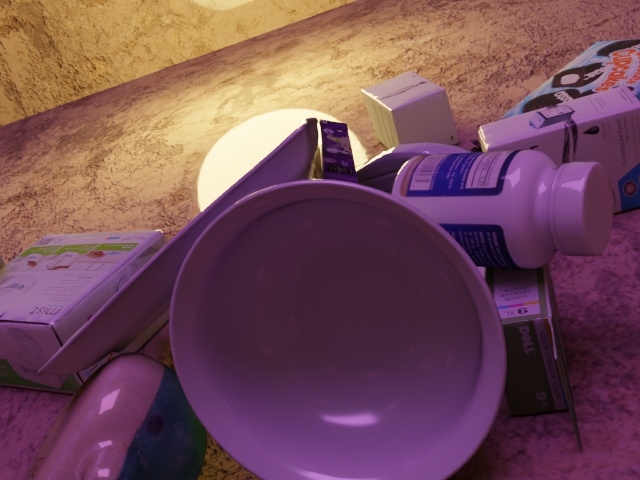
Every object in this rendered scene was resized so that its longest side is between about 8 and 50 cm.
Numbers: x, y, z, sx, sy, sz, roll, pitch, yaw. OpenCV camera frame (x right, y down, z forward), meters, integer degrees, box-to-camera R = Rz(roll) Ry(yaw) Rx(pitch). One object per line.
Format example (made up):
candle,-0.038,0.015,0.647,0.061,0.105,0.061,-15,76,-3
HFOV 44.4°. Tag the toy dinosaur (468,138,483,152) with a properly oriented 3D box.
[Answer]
toy dinosaur,0.263,-0.125,1.192,0.268,0.064,0.118,-3,37,28

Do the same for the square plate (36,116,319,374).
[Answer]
square plate,-0.124,-0.004,0.873,0.344,0.049,0.347,-43,6,8

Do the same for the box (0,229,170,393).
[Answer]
box,-0.366,0.094,1.126,0.262,0.127,0.231,-2,31,32

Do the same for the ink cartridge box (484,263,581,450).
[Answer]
ink cartridge box,0.197,0.092,0.748,0.062,0.109,0.209,-12,27,17

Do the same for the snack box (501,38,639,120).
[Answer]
snack box,0.464,-0.245,1.279,0.187,0.060,0.322,10,38,46

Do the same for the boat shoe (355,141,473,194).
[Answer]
boat shoe,0.113,-0.086,1.110,0.119,0.121,0.335,-37,20,-35

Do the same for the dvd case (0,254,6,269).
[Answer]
dvd case,-0.550,0.109,1.136,0.029,0.179,0.239,31,62,10

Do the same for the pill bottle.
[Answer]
pill bottle,0.171,-0.029,0.746,0.186,0.112,0.112,2,33,38

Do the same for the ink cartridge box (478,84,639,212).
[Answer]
ink cartridge box,0.313,-0.098,1.003,0.190,0.140,0.082,-16,28,10

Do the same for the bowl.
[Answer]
bowl,0.022,0.079,0.723,0.297,0.298,0.134,-11,12,17

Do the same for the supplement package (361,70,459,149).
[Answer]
supplement package,0.157,-0.224,1.403,0.105,0.105,0.179,-22,26,-6

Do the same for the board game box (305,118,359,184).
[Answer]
board game box,0.000,0.000,0.970,0.056,0.208,0.347,7,25,-6

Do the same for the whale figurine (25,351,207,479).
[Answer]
whale figurine,-0.203,0.243,0.736,0.216,0.141,0.272,-32,29,54

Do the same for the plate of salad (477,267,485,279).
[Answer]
plate of salad,0.165,0.032,0.957,0.199,0.048,0.200,-15,22,6
